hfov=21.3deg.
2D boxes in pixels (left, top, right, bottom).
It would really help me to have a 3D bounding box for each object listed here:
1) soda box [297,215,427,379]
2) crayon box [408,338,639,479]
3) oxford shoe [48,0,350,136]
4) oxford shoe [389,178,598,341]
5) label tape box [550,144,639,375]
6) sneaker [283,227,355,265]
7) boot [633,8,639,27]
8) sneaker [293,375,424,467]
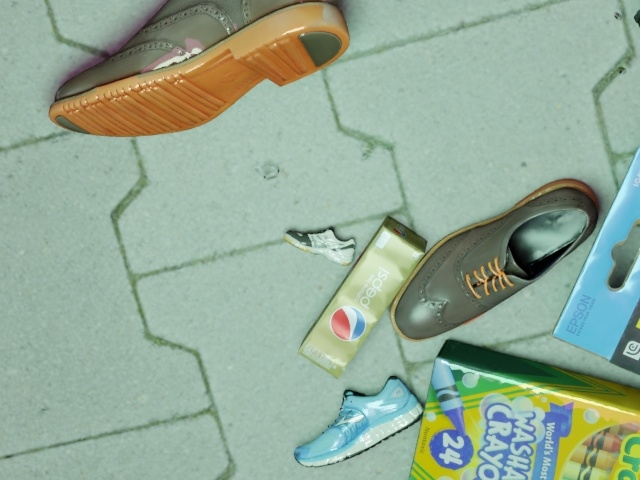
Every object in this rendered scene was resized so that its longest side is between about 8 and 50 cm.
[{"bbox_3d":[0.048,0.065,1.931,0.058,0.061,0.181,34,104,-2],"label":"soda box"},{"bbox_3d":[0.270,0.253,1.913,0.323,0.083,0.203,14,107,11],"label":"crayon box"},{"bbox_3d":[-0.141,-0.215,1.882,0.364,0.130,0.132,-18,67,18],"label":"oxford shoe"},{"bbox_3d":[0.187,0.027,1.885,0.271,0.098,0.097,-38,96,14],"label":"oxford shoe"},{"bbox_3d":[0.451,0.054,1.854,0.334,0.106,0.240,23,105,2],"label":"label tape box"},{"bbox_3d":[0.000,0.000,1.942,0.083,0.032,0.037,19,91,-2],"label":"sneaker"},{"bbox_3d":[0.492,-0.207,1.716,0.338,0.118,0.222,-23,94,45],"label":"boot"},{"bbox_3d":[0.038,0.211,1.977,0.162,0.063,0.073,-29,80,8],"label":"sneaker"}]
